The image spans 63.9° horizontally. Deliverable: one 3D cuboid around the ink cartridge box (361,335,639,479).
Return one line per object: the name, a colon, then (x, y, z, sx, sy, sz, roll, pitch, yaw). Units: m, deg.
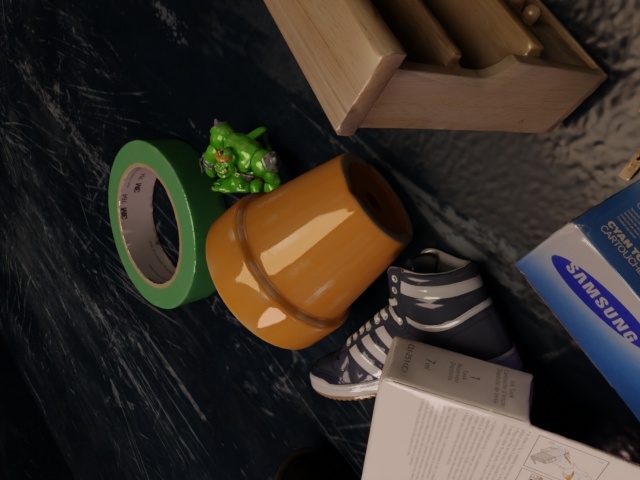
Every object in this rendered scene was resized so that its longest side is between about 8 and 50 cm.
ink cartridge box: (0.179, 0.257, 0.551, 0.261, 0.066, 0.296, 15, 130, 15)

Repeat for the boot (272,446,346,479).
boot: (0.036, 0.433, 0.656, 0.260, 0.131, 0.347, 122, 141, -55)

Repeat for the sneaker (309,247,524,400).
sneaker: (0.084, 0.102, 0.621, 0.282, 0.099, 0.153, -18, 93, 39)

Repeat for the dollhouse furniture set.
dollhouse furniture set: (0.161, -0.259, 0.294, 0.394, 0.257, 0.361, -52, 55, 46)

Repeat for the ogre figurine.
ogre figurine: (-0.114, -0.107, 0.773, 0.197, 0.097, 0.118, 55, 153, 40)

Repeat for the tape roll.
tape roll: (-0.298, -0.032, 0.983, 0.322, 0.077, 0.320, 13, 110, 42)

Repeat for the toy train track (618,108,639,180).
toy train track: (0.284, -0.087, 0.435, 0.048, 0.014, 0.083, 39, 132, 22)

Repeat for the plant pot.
plant pot: (0.000, 0.000, 0.625, 0.188, 0.205, 0.205, -37, 75, 28)

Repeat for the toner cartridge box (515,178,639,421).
toner cartridge box: (0.312, 0.108, 0.343, 0.347, 0.165, 0.075, 56, 154, 17)
